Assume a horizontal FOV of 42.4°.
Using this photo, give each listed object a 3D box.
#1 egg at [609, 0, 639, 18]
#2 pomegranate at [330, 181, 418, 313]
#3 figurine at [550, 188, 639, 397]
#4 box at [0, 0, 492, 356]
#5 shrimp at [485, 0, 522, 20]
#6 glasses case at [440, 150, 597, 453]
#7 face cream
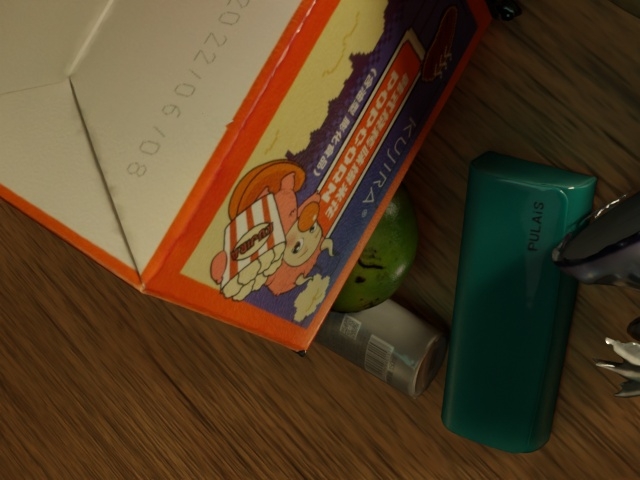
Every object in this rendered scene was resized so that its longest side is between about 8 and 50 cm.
[{"bbox_3d":[0.248,-0.256,0.484,0.352,0.258,0.258,41,131,0],"label":"egg"},{"bbox_3d":[0.000,0.000,0.848,0.180,0.209,0.180,24,130,31],"label":"pomegranate"},{"bbox_3d":[0.353,0.134,0.606,0.276,0.248,0.388,-30,91,36],"label":"figurine"},{"bbox_3d":[-0.094,-0.142,0.689,0.318,0.257,0.349,27,86,28],"label":"box"},{"bbox_3d":[0.184,-0.256,0.694,0.219,0.046,0.152,23,122,28],"label":"shrimp"},{"bbox_3d":[0.188,0.070,0.827,0.117,0.070,0.301,18,118,32],"label":"glasses case"},{"bbox_3d":[0.016,0.081,0.965,0.269,0.073,0.107,28,125,27],"label":"face cream"}]
